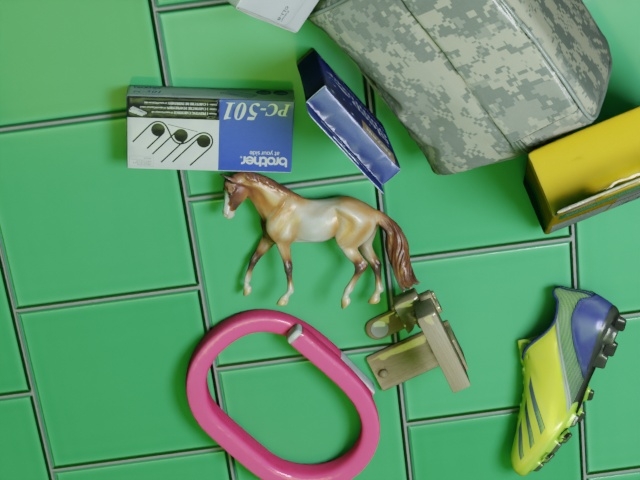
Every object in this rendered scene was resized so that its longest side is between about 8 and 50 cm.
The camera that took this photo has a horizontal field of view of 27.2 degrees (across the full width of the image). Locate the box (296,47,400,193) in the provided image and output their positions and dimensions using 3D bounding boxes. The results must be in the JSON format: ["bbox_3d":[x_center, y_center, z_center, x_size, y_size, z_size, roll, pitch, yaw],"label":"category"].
[{"bbox_3d":[0.032,-0.144,1.566,0.036,0.225,0.136,-40,109,12],"label":"box"}]

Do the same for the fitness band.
[{"bbox_3d":[-0.049,0.223,1.806,0.209,0.054,0.291,-42,107,13],"label":"fitness band"}]

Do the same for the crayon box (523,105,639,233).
[{"bbox_3d":[0.349,-0.091,1.558,0.203,0.323,0.083,-22,84,5],"label":"crayon box"}]

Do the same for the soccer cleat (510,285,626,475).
[{"bbox_3d":[0.314,0.191,1.811,0.121,0.093,0.289,29,116,18],"label":"soccer cleat"}]

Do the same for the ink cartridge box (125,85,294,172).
[{"bbox_3d":[-0.138,-0.139,1.655,0.207,0.046,0.097,2,114,-4],"label":"ink cartridge box"}]

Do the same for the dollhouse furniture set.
[{"bbox_3d":[0.114,0.147,1.732,0.123,0.151,0.144,-25,109,7],"label":"dollhouse furniture set"}]

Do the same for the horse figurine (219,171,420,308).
[{"bbox_3d":[0.000,0.000,1.706,0.263,0.066,0.174,4,106,3],"label":"horse figurine"}]

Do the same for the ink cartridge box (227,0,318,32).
[{"bbox_3d":[-0.078,-0.342,1.488,0.176,0.127,0.128,43,108,27],"label":"ink cartridge box"}]

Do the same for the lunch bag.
[{"bbox_3d":[0.155,-0.237,1.546,0.256,0.212,0.305,-27,114,33],"label":"lunch bag"}]
